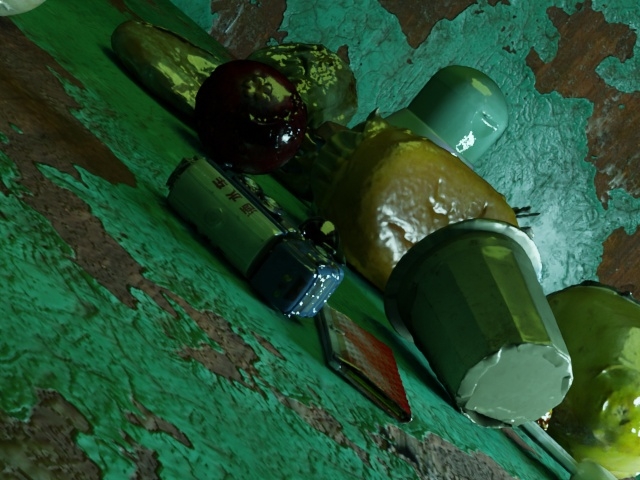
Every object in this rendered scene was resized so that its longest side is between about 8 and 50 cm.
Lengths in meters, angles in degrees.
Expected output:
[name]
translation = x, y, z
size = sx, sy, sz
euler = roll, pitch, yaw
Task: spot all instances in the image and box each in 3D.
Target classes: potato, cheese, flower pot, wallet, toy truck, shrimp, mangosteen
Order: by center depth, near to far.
[toy truck]
translation = -0.071, -0.010, 1.241
size = 0.202, 0.074, 0.088
euler = 43, 12, 20
[wallet]
translation = 0.042, 0.118, 1.261
size = 0.103, 0.020, 0.196
euler = 39, 8, -11
[flower pot]
translation = 0.199, 0.116, 1.515
size = 0.212, 0.212, 0.202
euler = 36, 24, -34
[cheese]
translation = 0.331, 0.296, 1.544
size = 0.235, 0.049, 0.127
euler = 44, 9, 13
[potato]
translation = 0.370, 0.206, 1.738
size = 0.300, 0.246, 0.196
euler = 16, 33, 32
[mangosteen]
translation = -0.099, -0.166, 1.756
size = 0.166, 0.166, 0.180
euler = 41, -17, 7
[shrimp]
translation = -0.141, -0.204, 1.952
size = 0.446, 0.110, 0.221
euler = 32, 16, -30

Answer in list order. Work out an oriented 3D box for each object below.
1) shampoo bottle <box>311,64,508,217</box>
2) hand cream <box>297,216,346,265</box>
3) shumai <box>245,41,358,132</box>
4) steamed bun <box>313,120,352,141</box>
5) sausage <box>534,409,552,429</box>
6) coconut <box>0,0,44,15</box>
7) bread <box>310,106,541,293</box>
[shampoo bottle]
translation = 0.157, -0.126, 1.985
size = 0.222, 0.349, 0.151
euler = 36, 8, -33
[hand cream]
translation = 0.000, 0.000, 1.646
size = 0.086, 0.055, 0.235
euler = 44, 1, 4
[shumai]
translation = -0.027, -0.225, 2.257
size = 0.272, 0.222, 0.203
euler = -2, 36, -30
[steamed bun]
translation = 0.039, -0.118, 2.156
size = 0.175, 0.145, 0.106
euler = 47, 8, 14
[sausage]
translation = 0.248, 0.184, 1.715
size = 0.083, 0.083, 0.264
euler = 36, 10, -32
[coconut]
translation = -0.360, -0.351, 1.406
size = 0.194, 0.194, 0.194
euler = 40, 7, -6
[bread]
translation = 0.154, -0.016, 1.840
size = 0.389, 0.236, 0.183
euler = 31, 6, -27
